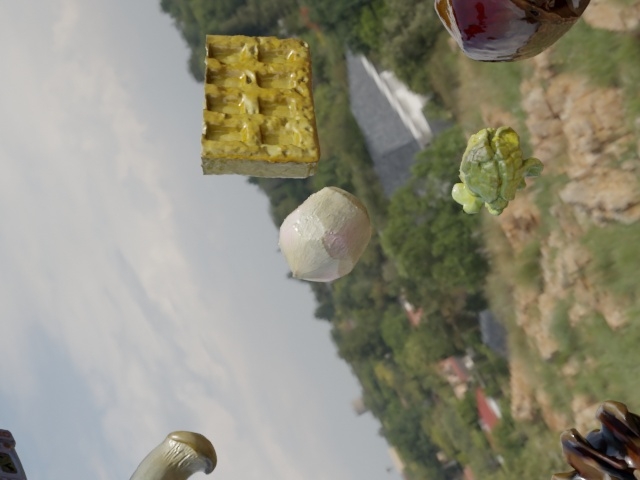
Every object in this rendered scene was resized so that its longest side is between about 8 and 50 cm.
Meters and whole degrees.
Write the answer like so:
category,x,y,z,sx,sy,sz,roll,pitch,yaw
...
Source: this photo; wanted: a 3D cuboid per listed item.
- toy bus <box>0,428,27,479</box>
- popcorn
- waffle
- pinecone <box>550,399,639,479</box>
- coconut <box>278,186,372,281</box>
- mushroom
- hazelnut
category,x,y,z,sx,sy,sz,roll,pitch,yaw
toy bus,-0.399,0.323,1.010,0.125,0.292,0.133,20,-167,-40
popcorn,0.296,-0.127,1.784,0.135,0.162,0.141,33,-134,-47
waffle,-0.092,-0.198,1.526,0.057,0.168,0.274,99,169,-49
pinecone,0.354,0.258,0.929,0.384,0.384,0.384,63,179,3
coconut,0.000,0.000,1.273,0.110,0.124,0.110,29,149,19
mushroom,-0.309,0.456,1.742,0.122,0.329,0.159,44,159,-11
hazelnut,0.214,-0.297,1.176,0.160,0.170,0.202,-35,38,60
